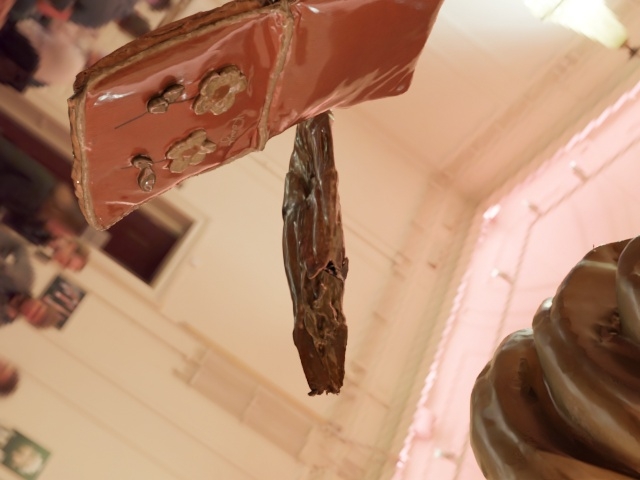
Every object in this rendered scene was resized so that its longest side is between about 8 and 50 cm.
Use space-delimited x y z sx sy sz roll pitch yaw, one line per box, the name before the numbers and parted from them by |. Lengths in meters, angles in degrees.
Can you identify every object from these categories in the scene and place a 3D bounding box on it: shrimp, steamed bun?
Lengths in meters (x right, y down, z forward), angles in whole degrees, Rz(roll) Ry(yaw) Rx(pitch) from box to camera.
shrimp | 0.000 0.000 0.800 0.126 0.048 0.223 111 -23 -67
steamed bun | 0.286 0.123 0.831 0.247 0.352 0.339 68 26 -49

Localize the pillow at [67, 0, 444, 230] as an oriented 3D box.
pillow | -0.030 -0.089 0.601 0.233 0.043 0.126 -25 159 -21
